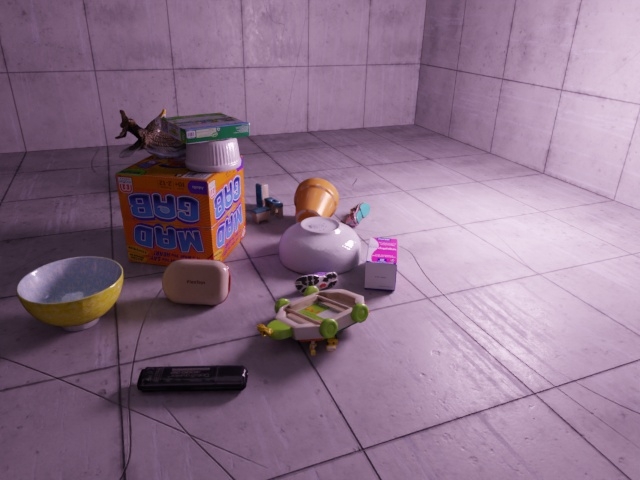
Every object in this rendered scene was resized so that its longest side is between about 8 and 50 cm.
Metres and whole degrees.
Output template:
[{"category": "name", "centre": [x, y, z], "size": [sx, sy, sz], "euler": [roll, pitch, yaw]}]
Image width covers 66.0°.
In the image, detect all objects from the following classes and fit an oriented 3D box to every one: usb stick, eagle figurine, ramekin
[{"category": "usb stick", "centre": [-0.327, 0.358, 1.277], "size": [0.277, 0.045, 0.077], "euler": [0, 32, -3]}, {"category": "eagle figurine", "centre": [-0.639, -0.416, 1.966], "size": [0.298, 0.225, 0.227], "euler": [19, 55, -38]}, {"category": "ramekin", "centre": [-0.401, -0.333, 1.829], "size": [0.206, 0.109, 0.207], "euler": [1, 25, 0]}]

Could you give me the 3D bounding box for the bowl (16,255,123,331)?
[{"category": "bowl", "centre": [-0.744, 0.181, 1.502], "size": [0.288, 0.156, 0.290], "euler": [1, 25, 0]}]

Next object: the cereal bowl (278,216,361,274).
[{"category": "cereal bowl", "centre": [0.000, 0.000, 1.945], "size": [0.338, 0.141, 0.339], "euler": [2, 26, -1]}]

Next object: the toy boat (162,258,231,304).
[{"category": "toy boat", "centre": [-0.410, 0.139, 1.667], "size": [0.230, 0.151, 0.151], "euler": [3, -5, 2]}]

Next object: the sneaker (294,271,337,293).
[{"category": "sneaker", "centre": [-0.022, 0.146, 1.743], "size": [0.169, 0.069, 0.071], "euler": [-5, 9, -33]}]

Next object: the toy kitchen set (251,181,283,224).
[{"category": "toy kitchen set", "centre": [-0.287, -0.179, 2.331], "size": [0.165, 0.122, 0.207], "euler": [-17, 30, -34]}]

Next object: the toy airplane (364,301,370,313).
[{"category": "toy airplane", "centre": [0.097, 0.235, 1.574], "size": [0.151, 0.028, 0.151], "euler": [-7, 17, 2]}]

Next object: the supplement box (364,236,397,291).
[{"category": "supplement box", "centre": [0.224, 0.083, 1.811], "size": [0.111, 0.114, 0.220], "euler": [4, 23, 7]}]

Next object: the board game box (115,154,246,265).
[{"category": "board game box", "centre": [-0.525, -0.132, 1.943], "size": [0.355, 0.357, 0.356], "euler": [6, 25, 10]}]

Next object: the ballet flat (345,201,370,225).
[{"category": "ballet flat", "centre": [0.167, -0.123, 2.306], "size": [0.079, 0.077, 0.221], "euler": [-9, 20, 25]}]

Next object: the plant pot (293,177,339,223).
[{"category": "plant pot", "centre": [-0.032, -0.144, 2.207], "size": [0.204, 0.205, 0.188], "euler": [6, 41, 10]}]

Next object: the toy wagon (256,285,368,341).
[{"category": "toy wagon", "centre": [-0.033, 0.230, 1.489], "size": [0.344, 0.068, 0.267], "euler": [-20, 19, -33]}]

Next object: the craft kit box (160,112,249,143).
[{"category": "craft kit box", "centre": [-0.429, -0.420, 1.825], "size": [0.249, 0.061, 0.246], "euler": [-15, 32, -32]}]

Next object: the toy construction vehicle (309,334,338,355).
[{"category": "toy construction vehicle", "centre": [0.009, 0.302, 1.428], "size": [0.085, 0.035, 0.098], "euler": [0, 17, -4]}]
